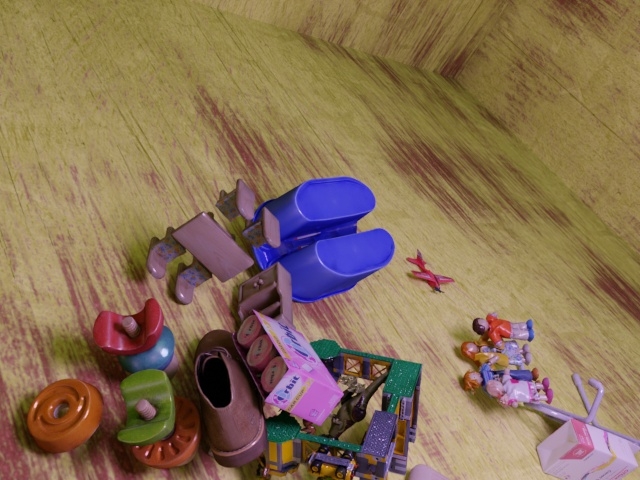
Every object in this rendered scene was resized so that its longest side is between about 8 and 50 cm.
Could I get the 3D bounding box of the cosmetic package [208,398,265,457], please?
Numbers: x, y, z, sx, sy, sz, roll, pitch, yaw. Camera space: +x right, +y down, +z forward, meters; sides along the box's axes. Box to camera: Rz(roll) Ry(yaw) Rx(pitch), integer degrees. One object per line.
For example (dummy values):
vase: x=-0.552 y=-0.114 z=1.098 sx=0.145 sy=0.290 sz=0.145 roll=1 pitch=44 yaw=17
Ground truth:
cosmetic package: x=-0.126 y=0.285 z=1.019 sx=0.041 sy=0.060 sz=0.115 roll=32 pitch=29 yaw=-2

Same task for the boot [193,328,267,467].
boot: x=-0.147 y=0.197 z=0.997 sx=0.112 sy=0.115 sz=0.305 roll=-20 pitch=24 yaw=-7

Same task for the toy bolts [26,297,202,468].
toy bolts: x=-0.277 y=0.223 z=0.945 sx=0.218 sy=0.159 sz=0.229 roll=-11 pitch=50 yaw=5

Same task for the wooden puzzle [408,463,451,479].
wooden puzzle: x=0.246 y=0.502 z=1.069 sx=0.238 sy=0.044 sz=0.221 roll=30 pitch=34 yaw=-6

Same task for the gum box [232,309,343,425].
gum box: x=-0.055 y=0.185 z=0.994 sx=0.107 sy=0.062 sz=0.188 roll=33 pitch=7 yaw=-31

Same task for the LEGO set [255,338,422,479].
LEGO set: x=0.041 y=0.325 z=1.059 sx=0.254 sy=0.192 sz=0.331 roll=5 pitch=24 yaw=9

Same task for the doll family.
doll family: x=0.393 y=0.283 z=1.445 sx=0.163 sy=0.118 sz=0.263 roll=4 pitch=41 yaw=-3

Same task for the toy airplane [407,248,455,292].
toy airplane: x=0.276 y=0.082 z=1.705 sx=0.151 sy=0.028 sz=0.151 roll=25 pitch=31 yaw=-16

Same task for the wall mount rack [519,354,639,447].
wall mount rack: x=0.603 y=0.371 z=1.520 sx=0.350 sy=0.131 sz=0.304 roll=24 pitch=-6 yaw=-20

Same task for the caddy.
caddy: x=0.000 y=0.000 z=1.428 sx=0.341 sy=0.179 sz=0.241 roll=-11 pitch=76 yaw=-50

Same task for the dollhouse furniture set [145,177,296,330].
dollhouse furniture set: x=-0.159 y=0.060 z=1.164 sx=0.242 sy=0.212 sz=0.161 roll=48 pitch=20 yaw=-31

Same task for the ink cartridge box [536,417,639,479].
ink cartridge box: x=0.571 y=0.458 z=1.369 sx=0.198 sy=0.115 sz=0.067 roll=23 pitch=34 yaw=-16
